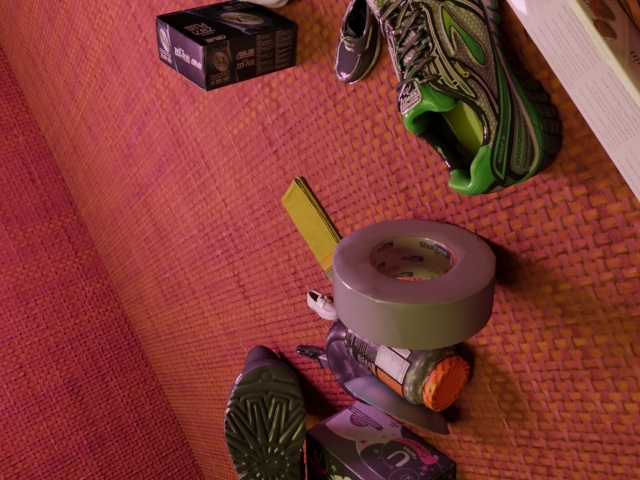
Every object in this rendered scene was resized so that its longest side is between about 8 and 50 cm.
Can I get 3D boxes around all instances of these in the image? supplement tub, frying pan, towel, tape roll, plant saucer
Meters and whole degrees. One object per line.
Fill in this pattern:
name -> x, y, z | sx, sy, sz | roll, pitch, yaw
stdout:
supplement tub -> 0.139, 0.185, 1.041 | 0.190, 0.117, 0.117 | 32, 136, 40
frying pan -> 0.032, 0.223, 1.293 | 0.326, 0.053, 0.197 | 23, 129, 43
towel -> 0.000, 0.000, 1.205 | 0.237, 0.021, 0.102 | 58, 147, 10
tape roll -> 0.125, 0.052, 0.873 | 0.219, 0.219, 0.072 | 29, 134, 43
plant saucer -> 0.137, 0.270, 1.095 | 0.195, 0.195, 0.037 | 21, 87, 48

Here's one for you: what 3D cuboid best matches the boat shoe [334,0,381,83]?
boat shoe -> 0.048, -0.299, 0.886 | 0.075, 0.065, 0.206 | 53, 146, 20

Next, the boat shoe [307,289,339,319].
boat shoe -> 0.006, 0.125, 1.272 | 0.100, 0.035, 0.035 | 30, 137, 52

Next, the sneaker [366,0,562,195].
sneaker -> 0.138, -0.210, 0.730 | 0.343, 0.146, 0.134 | 59, 146, 4

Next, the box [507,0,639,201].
box -> 0.278, -0.180, 0.637 | 0.324, 0.063, 0.067 | 59, 149, 8

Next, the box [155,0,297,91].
box -> -0.154, -0.326, 1.051 | 0.147, 0.180, 0.077 | 39, 140, 35

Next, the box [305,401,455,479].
box -> 0.109, 0.439, 1.216 | 0.247, 0.163, 0.142 | 28, 128, 44

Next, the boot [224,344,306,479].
boot -> -0.106, 0.333, 1.347 | 0.445, 0.146, 0.367 | -100, 9, -74

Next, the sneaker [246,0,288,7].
sneaker -> -0.156, -0.423, 1.016 | 0.305, 0.152, 0.114 | 23, 128, 45
